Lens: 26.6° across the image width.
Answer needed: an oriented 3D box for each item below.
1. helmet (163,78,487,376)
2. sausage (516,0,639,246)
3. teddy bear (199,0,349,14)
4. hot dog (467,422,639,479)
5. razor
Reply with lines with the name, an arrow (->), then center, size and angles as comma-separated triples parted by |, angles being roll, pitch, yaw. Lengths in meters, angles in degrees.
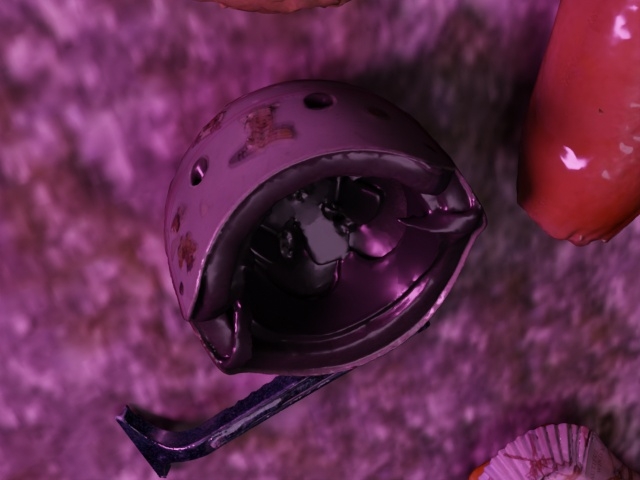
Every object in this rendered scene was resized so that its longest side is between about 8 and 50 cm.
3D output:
helmet -> -0.009, -0.014, 0.676 | 0.153, 0.107, 0.177 | -31, 152, -1
sausage -> 0.189, -0.178, 0.635 | 0.094, 0.094, 0.419 | 19, 122, 0
teddy bear -> -0.002, -0.204, 0.490 | 0.267, 0.156, 0.256 | -1, 129, -24
hot dog -> 0.175, 0.187, 0.948 | 0.108, 0.059, 0.191 | -42, 132, 10
razor -> -0.021, 0.088, 0.798 | 0.190, 0.033, 0.066 | -27, 133, -2
